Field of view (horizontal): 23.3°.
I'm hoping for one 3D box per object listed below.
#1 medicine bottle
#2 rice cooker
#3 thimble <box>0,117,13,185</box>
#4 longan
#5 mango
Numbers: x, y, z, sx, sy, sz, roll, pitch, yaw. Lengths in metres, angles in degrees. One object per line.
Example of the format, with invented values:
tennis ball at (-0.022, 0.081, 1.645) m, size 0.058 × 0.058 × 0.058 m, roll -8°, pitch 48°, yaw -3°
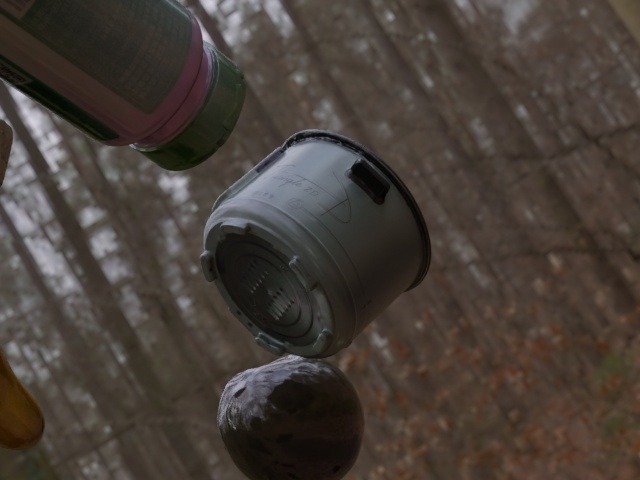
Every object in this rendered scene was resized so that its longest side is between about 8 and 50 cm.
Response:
medicine bottle at (-0.183, -0.160, 1.198) m, size 0.133 × 0.133 × 0.274 m, roll -37°, pitch -47°, yaw 21°
rice cooker at (0.000, 0.000, 1.875) m, size 0.227 × 0.241 × 0.280 m, roll -41°, pitch -10°, yaw -33°
thimble at (-0.477, -0.122, 2.101) m, size 0.115 × 0.090 × 0.102 m, roll 5°, pitch -20°, yaw 11°
longan at (-0.037, 0.247, 2.074) m, size 0.198 × 0.198 × 0.212 m, roll -38°, pitch -6°, yaw 26°
mango at (-0.388, 0.117, 1.590) m, size 0.109 × 0.262 × 0.157 m, roll -37°, pitch 9°, yaw -31°
